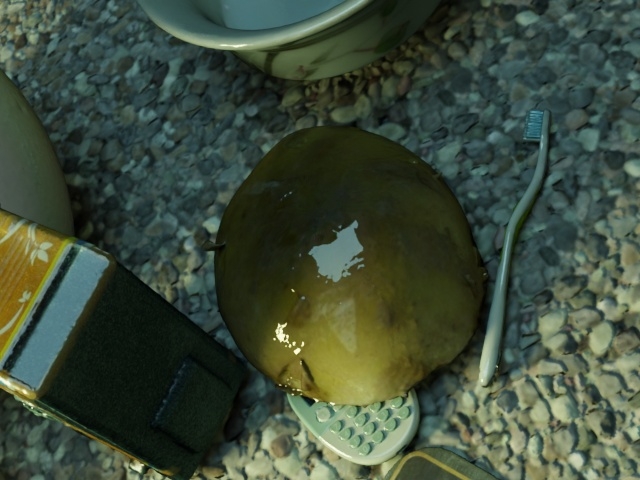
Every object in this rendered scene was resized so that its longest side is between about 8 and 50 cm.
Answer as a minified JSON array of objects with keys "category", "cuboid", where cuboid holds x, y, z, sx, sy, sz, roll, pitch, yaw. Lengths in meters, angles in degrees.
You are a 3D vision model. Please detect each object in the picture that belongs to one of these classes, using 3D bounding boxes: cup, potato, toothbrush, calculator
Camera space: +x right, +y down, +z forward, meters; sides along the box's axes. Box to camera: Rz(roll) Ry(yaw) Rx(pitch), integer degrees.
[{"category":"cup","cuboid":[-0.002,-0.291,1.255,0.347,0.163,0.347,-11,59,20]},{"category":"potato","cuboid":[0.000,0.000,1.121,0.239,0.116,0.299,-34,49,6]},{"category":"toothbrush","cuboid":[0.168,0.002,1.107,0.026,0.022,0.263,8,67,13]},{"category":"calculator","cuboid":[0.023,0.127,1.108,0.095,0.021,0.153,-43,53,-2]}]

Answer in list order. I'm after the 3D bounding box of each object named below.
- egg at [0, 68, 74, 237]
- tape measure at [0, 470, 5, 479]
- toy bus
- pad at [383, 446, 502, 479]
[{"category":"egg","cuboid":[-0.388,-0.012,1.198,0.340,0.354,0.354,38,84,17]},{"category":"tape measure","cuboid":[-0.415,0.274,1.172,0.265,0.130,0.258,-20,53,11]},{"category":"toy bus","cuboid":[-0.190,0.092,1.078,0.167,0.275,0.138,20,74,29]},{"category":"pad","cuboid":[0.034,0.332,0.974,0.315,0.063,0.375,25,77,34]}]
